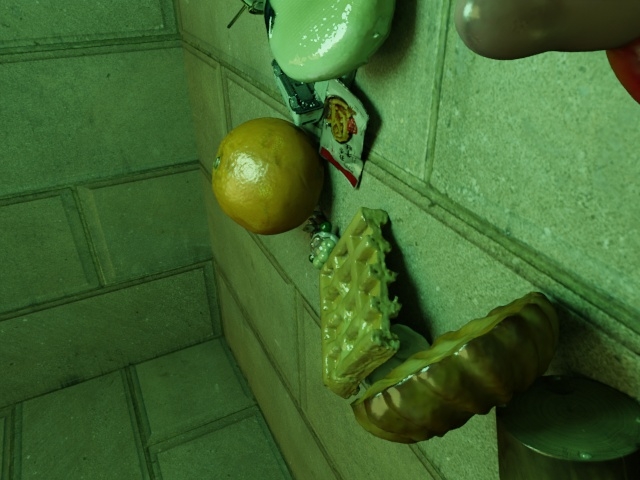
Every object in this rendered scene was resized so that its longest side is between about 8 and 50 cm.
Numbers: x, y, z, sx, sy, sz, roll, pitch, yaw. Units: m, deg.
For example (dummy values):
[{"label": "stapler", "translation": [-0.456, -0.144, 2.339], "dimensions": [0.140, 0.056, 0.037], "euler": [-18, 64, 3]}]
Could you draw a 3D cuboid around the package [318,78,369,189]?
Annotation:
[{"label": "package", "translation": [0.053, -0.237, 1.108], "dimensions": [0.154, 0.030, 0.239], "euler": [52, 158, 26]}]

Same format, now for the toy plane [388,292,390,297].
[{"label": "toy plane", "translation": [0.128, 0.200, 1.188], "dimensions": [0.174, 0.080, 0.174], "euler": [31, 138, 33]}]

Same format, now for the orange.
[{"label": "orange", "translation": [-0.140, -0.170, 1.301], "dimensions": [0.312, 0.312, 0.312], "euler": [47, 145, 49]}]

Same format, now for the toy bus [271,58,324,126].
[{"label": "toy bus", "translation": [-0.062, -0.385, 1.256], "dimensions": [0.089, 0.087, 0.194], "euler": [101, 146, -65]}]

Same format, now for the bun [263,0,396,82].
[{"label": "bun", "translation": [0.033, -0.427, 0.898], "dimensions": [0.283, 0.179, 0.283], "euler": [2, 93, 39]}]

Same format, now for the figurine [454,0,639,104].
[{"label": "figurine", "translation": [0.256, -0.285, 0.444], "dimensions": [0.269, 0.261, 0.211], "euler": [99, 175, -46]}]

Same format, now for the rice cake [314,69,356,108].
[{"label": "rice cake", "translation": [0.033, -0.385, 1.089], "dimensions": [0.124, 0.038, 0.211], "euler": [63, 156, 25]}]

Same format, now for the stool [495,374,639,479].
[{"label": "stool", "translation": [0.336, 0.342, 0.661], "dimensions": [0.179, 0.179, 0.264], "euler": [23, 124, 62]}]

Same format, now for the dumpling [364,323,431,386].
[{"label": "dumpling", "translation": [0.172, 0.263, 1.097], "dimensions": [0.108, 0.153, 0.219], "euler": [-95, 17, -48]}]

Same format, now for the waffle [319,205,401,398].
[{"label": "waffle", "translation": [0.074, 0.142, 1.092], "dimensions": [0.304, 0.077, 0.348], "euler": [122, 152, -50]}]

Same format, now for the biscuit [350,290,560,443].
[{"label": "biscuit", "translation": [0.198, 0.188, 0.702], "dimensions": [0.107, 0.326, 0.326], "euler": [60, 154, 15]}]

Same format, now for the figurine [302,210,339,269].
[{"label": "figurine", "translation": [-0.001, 0.000, 1.343], "dimensions": [0.197, 0.093, 0.147], "euler": [58, 142, 37]}]

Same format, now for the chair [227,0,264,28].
[{"label": "chair", "translation": [-0.143, -0.627, 1.207], "dimensions": [0.326, 0.160, 0.170], "euler": [-156, 53, -67]}]
